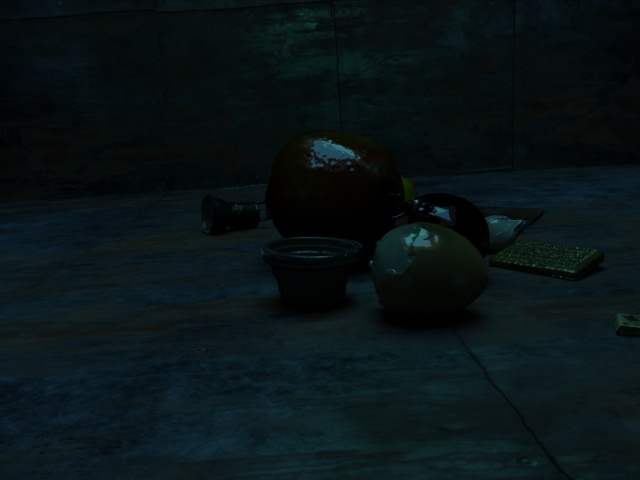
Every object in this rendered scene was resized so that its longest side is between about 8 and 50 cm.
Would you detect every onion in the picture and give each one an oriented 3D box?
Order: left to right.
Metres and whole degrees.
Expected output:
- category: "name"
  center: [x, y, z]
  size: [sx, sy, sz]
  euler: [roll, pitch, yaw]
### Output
- category: "onion"
  center: [0.270, -0.028, 1.537]
  size: [0.273, 0.285, 0.273]
  euler: [-18, 40, 16]

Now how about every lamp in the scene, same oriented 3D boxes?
- category: "lamp"
  center: [-0.324, -0.097, 2.359]
  size: [0.228, 0.146, 0.172]
  euler: [-1, -14, -30]

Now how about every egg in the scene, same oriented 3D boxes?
- category: "egg"
  center: [0.223, 0.063, 1.294]
  size: [0.245, 0.200, 0.201]
  euler: [10, 13, 4]

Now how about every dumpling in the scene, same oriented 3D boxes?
- category: "dumpling"
  center: [0.516, -0.018, 1.837]
  size: [0.188, 0.108, 0.127]
  euler: [-20, -11, -1]

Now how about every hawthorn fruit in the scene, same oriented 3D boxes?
- category: "hawthorn fruit"
  center: [0.061, -0.124, 1.744]
  size: [0.404, 0.402, 0.403]
  euler: [-3, 12, 1]

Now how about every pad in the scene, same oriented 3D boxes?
- category: "pad"
  center: [0.659, -0.094, 2.312]
  size: [0.284, 0.018, 0.287]
  euler: [5, 14, 29]

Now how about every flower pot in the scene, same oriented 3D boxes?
- category: "flower pot"
  center: [-0.020, 0.073, 1.434]
  size: [0.236, 0.140, 0.235]
  euler: [-2, 14, 0]

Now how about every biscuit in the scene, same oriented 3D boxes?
- category: "biscuit"
  center: [0.587, 0.045, 1.623]
  size: [0.172, 0.029, 0.255]
  euler: [-23, 22, -39]

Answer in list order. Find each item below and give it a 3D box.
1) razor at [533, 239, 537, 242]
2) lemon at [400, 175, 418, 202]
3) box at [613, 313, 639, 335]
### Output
- category: "razor"
  center: [0.647, 0.035, 1.703]
  size: [0.155, 0.044, 0.028]
  euler: [17, -21, 49]
- category: "lemon"
  center: [0.245, -0.141, 2.233]
  size: [0.231, 0.192, 0.192]
  euler: [-5, 12, -5]
- category: "box"
  center: [0.627, 0.159, 1.155]
  size: [0.149, 0.020, 0.073]
  euler: [1, 13, 20]
